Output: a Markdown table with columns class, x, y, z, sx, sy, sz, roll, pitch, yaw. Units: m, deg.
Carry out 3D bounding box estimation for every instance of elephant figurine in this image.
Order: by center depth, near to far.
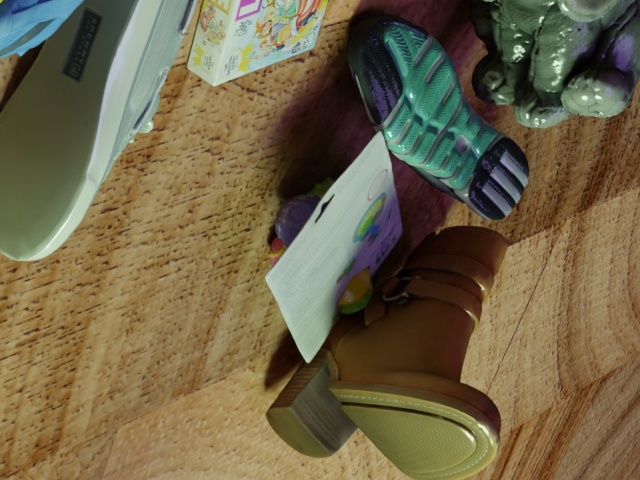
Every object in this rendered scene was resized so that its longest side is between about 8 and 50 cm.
| class | x | y | z | sx | sy | sz | roll | pitch | yaw |
| --- | --- | --- | --- | --- | --- | --- | --- | --- | --- |
| elephant figurine | 0.165 | -0.209 | 1.423 | 0.239 | 0.169 | 0.186 | 66 | 32 | -45 |

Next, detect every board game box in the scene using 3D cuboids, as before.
| class | x | y | z | sx | sy | sz | roll | pitch | yaw |
| --- | --- | --- | --- | --- | --- | --- | --- | --- | --- |
| board game box | -0.026 | -0.181 | 1.247 | 0.103 | 0.026 | 0.154 | -26 | 144 | -45 |

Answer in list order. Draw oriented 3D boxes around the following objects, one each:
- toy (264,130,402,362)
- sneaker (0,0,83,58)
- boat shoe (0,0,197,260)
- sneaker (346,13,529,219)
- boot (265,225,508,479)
| class | x | y | z | sx | sy | sz | roll | pitch | yaw |
| --- | --- | --- | --- | --- | --- | --- | --- | --- | --- |
| toy | 0.000 | 0.000 | 1.495 | 0.137 | 0.056 | 0.237 | -53 | 161 | -11 |
| sneaker | -0.144 | -0.154 | 1.035 | 0.209 | 0.069 | 0.082 | -40 | 162 | -26 |
| boat shoe | -0.122 | -0.089 | 1.131 | 0.081 | 0.079 | 0.227 | -1 | 120 | -55 |
| sneaker | 0.066 | -0.093 | 1.480 | 0.083 | 0.098 | 0.224 | -55 | 132 | -14 |
| boot | 0.097 | 0.084 | 1.573 | 0.220 | 0.109 | 0.283 | -48 | -164 | -24 |
